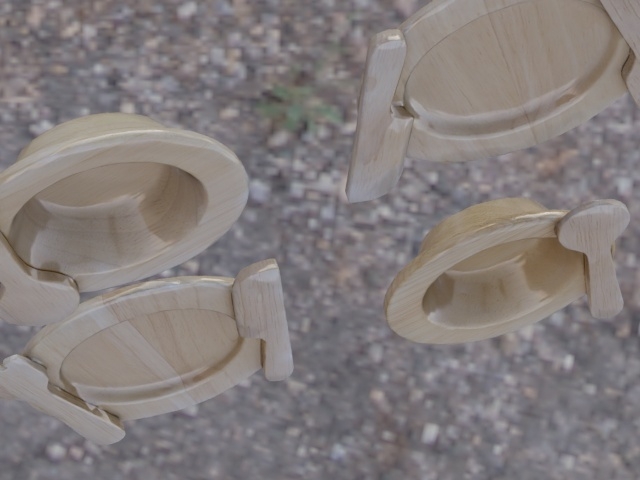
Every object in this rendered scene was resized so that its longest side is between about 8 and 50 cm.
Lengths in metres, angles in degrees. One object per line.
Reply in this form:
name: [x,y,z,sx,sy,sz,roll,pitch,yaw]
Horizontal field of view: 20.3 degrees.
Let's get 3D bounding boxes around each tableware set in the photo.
tableware set: [0.000,0.000,0.380,0.169,0.020,0.141,-17,151,0]
